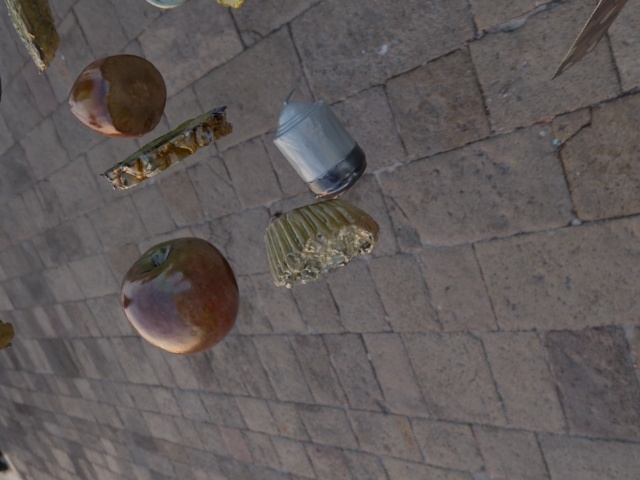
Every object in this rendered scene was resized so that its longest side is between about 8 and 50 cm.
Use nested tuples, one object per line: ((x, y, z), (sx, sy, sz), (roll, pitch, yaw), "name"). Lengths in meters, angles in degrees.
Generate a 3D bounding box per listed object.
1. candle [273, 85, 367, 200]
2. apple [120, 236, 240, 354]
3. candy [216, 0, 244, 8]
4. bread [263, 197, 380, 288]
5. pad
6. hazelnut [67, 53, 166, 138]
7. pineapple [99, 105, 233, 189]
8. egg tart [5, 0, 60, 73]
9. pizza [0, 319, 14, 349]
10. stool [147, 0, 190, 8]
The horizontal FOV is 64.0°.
((-0.018, -0.309, 1.629), (0.221, 0.221, 0.342), (-23, 114, 45), "candle")
((-0.227, 0.093, 0.852), (0.188, 0.188, 0.174), (2, 134, 40), "apple")
((0.018, -0.286, 0.443), (0.081, 0.297, 0.187), (61, 171, -33), "candy")
((0.000, 0.000, 1.191), (0.274, 0.274, 0.149), (-42, 68, 45), "bread")
((0.571, -0.441, 1.049), (0.003, 0.158, 0.235), (49, 164, 17), "pad")
((-0.344, -0.244, 0.863), (0.150, 0.150, 0.150), (19, 124, 32), "hazelnut")
((-0.207, -0.128, 0.721), (0.221, 0.221, 0.047), (-11, 117, 43), "pineapple")
((-0.669, -0.523, 1.188), (0.232, 0.098, 0.252), (21, 130, 63), "egg tart")
((-0.832, 0.171, 1.012), (0.392, 0.435, 0.080), (13, 103, -7), "pizza")
((-0.452, -0.797, 1.457), (0.199, 0.195, 0.195), (177, 85, -83), "stool")
